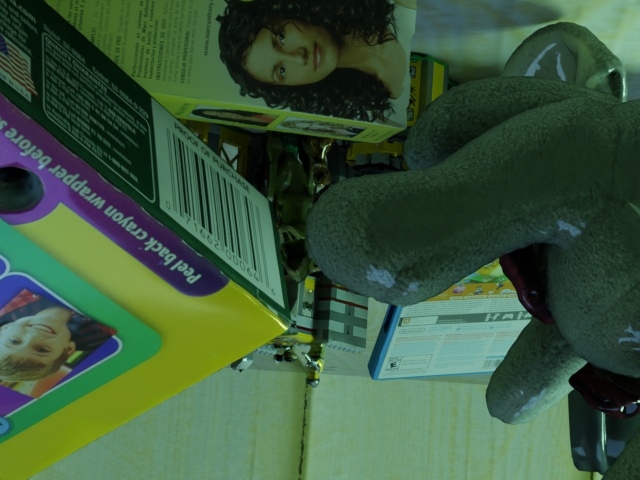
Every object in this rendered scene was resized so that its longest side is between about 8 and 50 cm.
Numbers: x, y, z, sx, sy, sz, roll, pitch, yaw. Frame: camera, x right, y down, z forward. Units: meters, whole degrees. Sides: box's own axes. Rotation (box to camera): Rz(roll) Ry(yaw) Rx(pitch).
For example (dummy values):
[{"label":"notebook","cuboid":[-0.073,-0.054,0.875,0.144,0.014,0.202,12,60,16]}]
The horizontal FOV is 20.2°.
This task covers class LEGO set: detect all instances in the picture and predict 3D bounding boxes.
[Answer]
[{"label":"LEGO set","cuboid":[0.000,0.000,1.242,0.331,0.192,0.255,-2,169,28]}]

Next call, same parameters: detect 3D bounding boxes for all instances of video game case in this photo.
[{"label":"video game case","cuboid":[0.105,0.029,1.161,0.119,0.015,0.166,-2,136,-19]}]

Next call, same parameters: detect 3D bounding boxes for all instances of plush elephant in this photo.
[{"label":"plush elephant","cuboid":[0.170,0.015,0.986,0.272,0.330,0.255,43,167,8]}]

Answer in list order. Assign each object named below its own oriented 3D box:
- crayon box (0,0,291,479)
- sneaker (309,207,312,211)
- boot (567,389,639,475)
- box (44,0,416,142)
[{"label":"crayon box","cuboid":[-0.247,-0.004,0.897,0.313,0.106,0.363,-29,134,20]},{"label":"sneaker","cuboid":[-0.021,-0.006,1.583,0.086,0.064,0.192,3,168,38]},{"label":"boot","cuboid":[0.439,0.070,1.330,0.445,0.146,0.367,3,-156,26]},{"label":"box","cuboid":[-0.067,-0.110,0.963,0.232,0.087,0.058,5,172,-14]}]
